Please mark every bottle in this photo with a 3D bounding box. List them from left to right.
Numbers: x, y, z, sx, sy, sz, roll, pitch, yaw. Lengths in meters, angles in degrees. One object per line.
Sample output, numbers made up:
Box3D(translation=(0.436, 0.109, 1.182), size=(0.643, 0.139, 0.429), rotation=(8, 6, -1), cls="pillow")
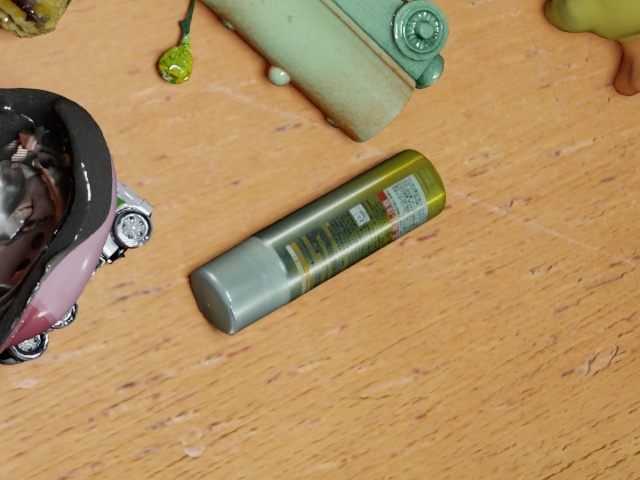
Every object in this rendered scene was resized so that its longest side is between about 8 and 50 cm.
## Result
Box3D(translation=(0.000, 0.000, 1.770), size=(0.286, 0.082, 0.082), rotation=(-30, 105, -25), cls="bottle")

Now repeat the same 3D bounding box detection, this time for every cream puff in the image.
Box3D(translation=(-0.286, -0.256, 1.595), size=(0.119, 0.104, 0.133), rotation=(-45, 123, -54), cls="cream puff")

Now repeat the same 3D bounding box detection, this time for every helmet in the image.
Box3D(translation=(-0.270, -0.008, 1.490), size=(0.154, 0.198, 0.253), rotation=(23, 78, -64), cls="helmet")

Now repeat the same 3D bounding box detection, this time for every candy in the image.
Box3D(translation=(-0.138, -0.217, 1.721), size=(0.035, 0.035, 0.123), rotation=(15, 76, -11), cls="candy")

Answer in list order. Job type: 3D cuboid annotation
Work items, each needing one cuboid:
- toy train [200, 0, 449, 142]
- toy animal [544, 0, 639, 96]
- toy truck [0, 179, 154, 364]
Box3D(translation=(0.004, -0.232, 1.753), size=(0.285, 0.116, 0.177), rotation=(41, 84, -28), cls="toy train")
Box3D(translation=(0.331, -0.339, 1.877), size=(0.216, 0.191, 0.338), rotation=(-47, 111, -19), cls="toy animal")
Box3D(translation=(-0.277, 0.034, 1.609), size=(0.124, 0.114, 0.253), rotation=(44, 71, -11), cls="toy truck")
